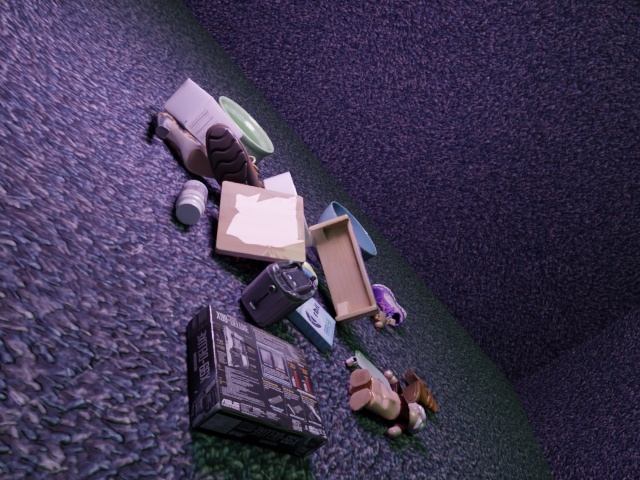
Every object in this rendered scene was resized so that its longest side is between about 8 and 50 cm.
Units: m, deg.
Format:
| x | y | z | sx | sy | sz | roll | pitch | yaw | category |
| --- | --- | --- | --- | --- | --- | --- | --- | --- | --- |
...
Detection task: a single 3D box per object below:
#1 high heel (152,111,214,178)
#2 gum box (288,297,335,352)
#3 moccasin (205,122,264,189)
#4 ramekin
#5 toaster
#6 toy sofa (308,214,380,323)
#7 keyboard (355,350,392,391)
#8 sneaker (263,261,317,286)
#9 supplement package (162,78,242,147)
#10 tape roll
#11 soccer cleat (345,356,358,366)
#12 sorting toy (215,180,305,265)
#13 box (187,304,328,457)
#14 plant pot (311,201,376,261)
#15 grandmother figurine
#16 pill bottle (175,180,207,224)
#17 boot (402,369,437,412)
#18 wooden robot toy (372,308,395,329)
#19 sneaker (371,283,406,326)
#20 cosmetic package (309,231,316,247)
| x | y | z | sx | sy | sz | roll | pitch | yaw | category |
| --- | --- | --- | --- | --- | --- | --- | --- | --- | --- |
| -0.443 | -0.319 | 1.485 | 0.261 | 0.093 | 0.186 | 43 | 8 | -35 | high heel |
| -0.032 | 0.239 | 1.391 | 0.184 | 0.041 | 0.157 | 48 | 17 | -10 | gum box |
| -0.265 | -0.212 | 1.487 | 0.380 | 0.139 | 0.147 | 59 | 2 | -29 | moccasin |
| -0.352 | -0.432 | 1.849 | 0.303 | 0.148 | 0.303 | 45 | 17 | -18 | ramekin |
| -0.111 | 0.142 | 1.210 | 0.129 | 0.146 | 0.227 | 53 | 17 | 10 | toaster |
| 0.089 | 0.105 | 1.595 | 0.177 | 0.150 | 0.363 | 43 | 30 | -74 | toy sofa |
| 0.206 | 0.483 | 1.535 | 0.256 | 0.014 | 0.072 | 46 | 22 | -11 | keyboard |
| -0.112 | 0.100 | 1.456 | 0.240 | 0.091 | 0.126 | 46 | 35 | -13 | sneaker |
| -0.405 | -0.418 | 1.559 | 0.139 | 0.134 | 0.244 | 41 | -3 | 21 | supplement package |
| -0.116 | -0.097 | 1.608 | 0.286 | 0.100 | 0.287 | 162 | -90 | -87 | tape roll |
| 0.109 | 0.389 | 1.436 | 0.029 | 0.035 | 0.083 | 57 | 18 | 24 | soccer cleat |
| -0.184 | -0.034 | 1.345 | 0.256 | 0.089 | 0.256 | 10 | 51 | -18 | sorting toy |
| -0.132 | 0.298 | 0.935 | 0.307 | 0.076 | 0.243 | 36 | 21 | -39 | box |
| 0.074 | 0.006 | 1.911 | 0.290 | 0.195 | 0.290 | 44 | 18 | -18 | plant pot |
| 0.218 | 0.507 | 1.374 | 0.342 | 0.103 | 0.208 | 42 | 45 | -33 | grandmother figurine |
| -0.358 | -0.105 | 1.233 | 0.078 | 0.078 | 0.137 | 41 | 19 | -27 | pill bottle |
| 0.378 | 0.587 | 1.652 | 0.152 | 0.072 | 0.197 | 53 | 19 | -5 | boot |
| 0.248 | 0.346 | 1.892 | 0.173 | 0.076 | 0.079 | 36 | 56 | -39 | wooden robot toy |
| 0.310 | 0.307 | 2.062 | 0.236 | 0.095 | 0.104 | 49 | 24 | -7 | sneaker |
| 0.000 | 0.000 | 1.748 | 0.115 | 0.060 | 0.041 | 28 | 25 | -13 | cosmetic package |
